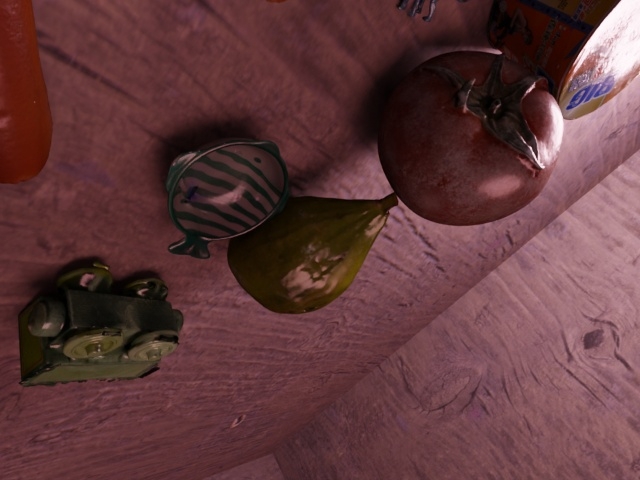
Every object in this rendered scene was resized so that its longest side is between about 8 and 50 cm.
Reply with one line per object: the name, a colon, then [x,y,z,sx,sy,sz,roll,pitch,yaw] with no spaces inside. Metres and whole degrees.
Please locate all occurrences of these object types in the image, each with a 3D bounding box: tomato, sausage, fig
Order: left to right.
sausage: [-0.316,-0.179,0.386,0.089,0.083,0.300,-9,141,-30]
fig: [-0.011,0.028,0.787,0.314,0.233,0.233,-2,161,25]
tomato: [0.261,-0.181,0.750,0.317,0.316,0.282,-29,166,-12]

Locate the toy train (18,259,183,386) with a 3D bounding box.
toy train: [-0.384,0.159,0.738,0.188,0.159,0.272,-35,152,19]

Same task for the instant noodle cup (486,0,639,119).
instant noodle cup: [0.460,-0.398,0.730,0.296,0.214,0.296,-26,148,-17]

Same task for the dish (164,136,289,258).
dish: [-0.166,-0.084,0.674,0.246,0.078,0.224,-48,144,19]

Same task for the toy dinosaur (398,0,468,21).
toy dinosaur: [0.164,-0.382,0.623,0.198,0.045,0.080,-5,136,-27]

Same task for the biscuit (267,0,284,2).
biscuit: [-0.052,-0.386,0.403,0.183,0.043,0.280,-28,145,-19]
